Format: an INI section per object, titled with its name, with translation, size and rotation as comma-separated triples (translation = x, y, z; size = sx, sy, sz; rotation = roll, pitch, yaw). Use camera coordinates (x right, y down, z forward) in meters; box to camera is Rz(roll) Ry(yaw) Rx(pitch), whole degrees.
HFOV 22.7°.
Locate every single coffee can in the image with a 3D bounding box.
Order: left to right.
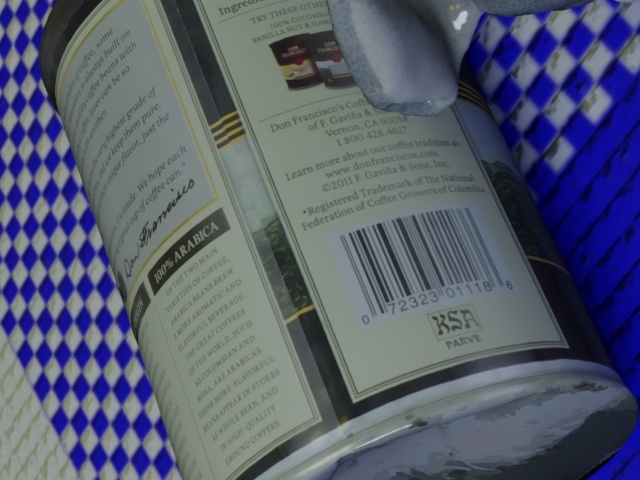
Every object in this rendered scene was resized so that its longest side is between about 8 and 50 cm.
[coffee can]
translation = 0.000, 0.000, 0.750
size = 0.201, 0.201, 0.275
rotation = -42, 57, 34

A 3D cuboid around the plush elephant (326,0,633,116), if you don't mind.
[plush elephant]
translation = 0.131, -0.167, 0.627
size = 0.330, 0.255, 0.272
rotation = 23, 59, 13
